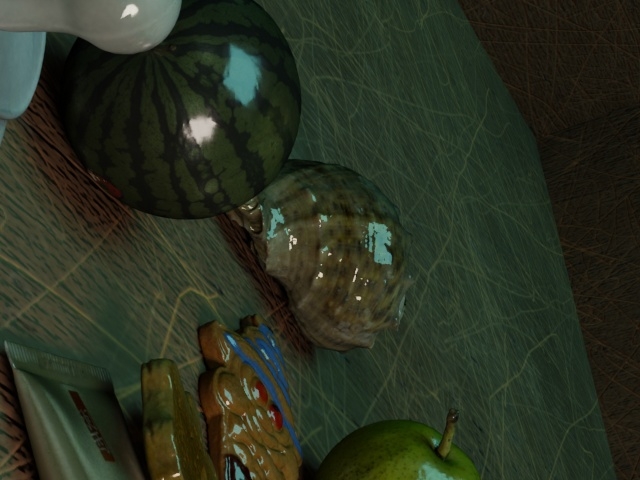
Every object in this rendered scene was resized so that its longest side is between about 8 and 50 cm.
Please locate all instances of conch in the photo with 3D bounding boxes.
[{"bbox_3d":[0.016,-0.003,1.478,0.291,0.159,0.210,52,26,-40],"label":"conch"}]

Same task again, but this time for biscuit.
[{"bbox_3d":[-0.104,0.200,1.053,0.166,0.036,0.225,-104,179,-49],"label":"biscuit"},{"bbox_3d":[-0.065,0.171,1.267,0.183,0.043,0.280,55,20,-31],"label":"biscuit"}]

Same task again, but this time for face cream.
[{"bbox_3d":[-0.138,0.233,0.926,0.137,0.084,0.341,30,36,-62],"label":"face cream"}]

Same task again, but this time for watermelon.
[{"bbox_3d":[-0.118,-0.119,1.140,0.212,0.212,0.212,56,23,-38],"label":"watermelon"}]

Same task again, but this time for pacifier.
[{"bbox_3d":[-0.204,-0.152,0.907,0.287,0.226,0.238,-53,140,-68],"label":"pacifier"}]

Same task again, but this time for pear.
[{"bbox_3d":[0.092,0.253,1.341,0.180,0.216,0.166,36,20,0],"label":"pear"}]
